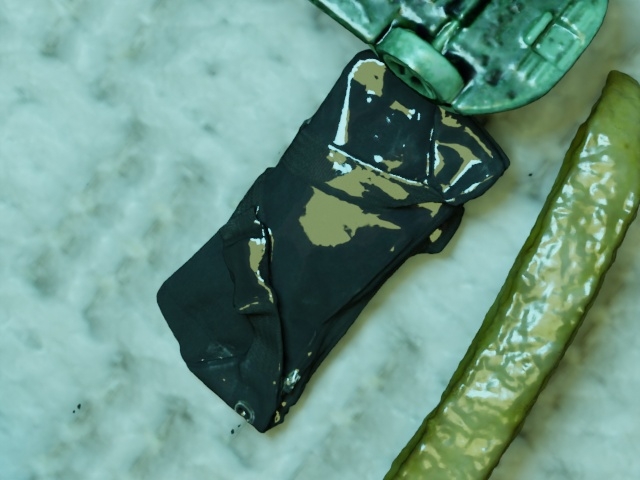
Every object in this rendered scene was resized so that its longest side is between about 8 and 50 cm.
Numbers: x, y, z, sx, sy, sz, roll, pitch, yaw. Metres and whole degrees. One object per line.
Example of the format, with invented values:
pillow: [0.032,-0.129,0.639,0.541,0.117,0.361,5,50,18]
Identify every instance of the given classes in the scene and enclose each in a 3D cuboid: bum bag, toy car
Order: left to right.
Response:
bum bag: [0.000,0.000,1.032,0.123,0.060,0.248,41,99,5]
toy car: [0.026,-0.193,0.984,0.306,0.125,0.136,38,85,4]

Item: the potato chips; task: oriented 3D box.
potato chips: [0.105,0.086,1.013,0.057,0.080,0.407,28,98,-3]
